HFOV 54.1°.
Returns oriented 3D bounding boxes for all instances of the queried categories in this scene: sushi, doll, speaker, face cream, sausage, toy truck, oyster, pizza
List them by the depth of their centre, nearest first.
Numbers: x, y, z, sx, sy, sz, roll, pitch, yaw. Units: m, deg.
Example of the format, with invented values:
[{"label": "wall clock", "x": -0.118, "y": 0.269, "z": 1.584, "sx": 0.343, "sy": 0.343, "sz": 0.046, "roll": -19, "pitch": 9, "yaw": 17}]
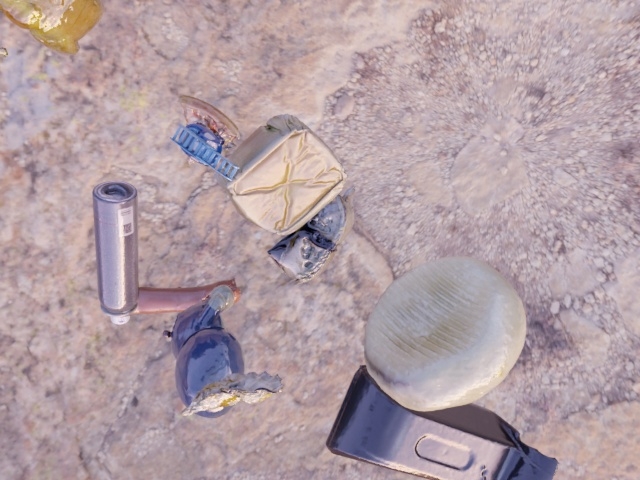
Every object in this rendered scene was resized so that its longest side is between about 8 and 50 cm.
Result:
[{"label": "oyster", "x": -0.123, "y": 0.226, "z": 0.952, "sx": 0.121, "sy": 0.146, "sz": 0.045, "roll": -16, "pitch": 83, "yaw": 38}, {"label": "toy truck", "x": -0.195, "y": -0.155, "z": 1.105, "sx": 0.136, "sy": 0.074, "sz": 0.063, "roll": 34, "pitch": 102, "yaw": 6}, {"label": "face cream", "x": -0.360, "y": 0.032, "z": 1.113, "sx": 0.073, "sy": 0.073, "sz": 0.283, "roll": 19, "pitch": 124, "yaw": 13}, {"label": "speaker", "x": 0.229, "y": 0.391, "z": 1.187, "sx": 0.388, "sy": 0.184, "sz": 0.180, "roll": 23, "pitch": 91, "yaw": -22}, {"label": "doll", "x": -0.219, "y": 0.229, "z": 1.253, "sx": 0.154, "sy": 0.258, "sz": 0.228, "roll": 0, "pitch": 116, "yaw": -28}, {"label": "sausage", "x": -0.341, "y": 0.139, "z": 1.505, "sx": 0.304, "sy": 0.078, "sz": 0.078, "roll": -5, "pitch": 97, "yaw": 2}, {"label": "sushi", "x": 0.011, "y": -0.004, "z": 1.520, "sx": 0.273, "sy": 0.134, "sz": 0.109, "roll": -41, "pitch": 75, "yaw": 2}, {"label": "pizza", "x": -0.305, "y": -0.261, "z": 1.593, "sx": 0.185, "sy": 0.052, "sz": 0.195, "roll": 34, "pitch": 131, "yaw": 0}]

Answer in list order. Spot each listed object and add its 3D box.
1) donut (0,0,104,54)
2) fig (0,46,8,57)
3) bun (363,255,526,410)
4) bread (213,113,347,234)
[{"label": "donut", "x": -0.470, "y": -0.432, "z": 1.012, "sx": 0.128, "sy": 0.208, "sz": 0.261, "roll": -40, "pitch": 77, "yaw": 3}, {"label": "fig", "x": -0.698, "y": -0.409, "z": 1.173, "sx": 0.143, "sy": 0.231, "sz": 0.160, "roll": -54, "pitch": 51, "yaw": 38}, {"label": "bun", "x": 0.164, "y": 0.128, "z": 0.812, "sx": 0.222, "sy": 0.222, "sz": 0.127, "roll": -39, "pitch": 124, "yaw": 18}, {"label": "bread", "x": -0.073, "y": -0.125, "z": 1.207, "sx": 0.210, "sy": 0.110, "sz": 0.192, "roll": -43, "pitch": 126, "yaw": 11}]
